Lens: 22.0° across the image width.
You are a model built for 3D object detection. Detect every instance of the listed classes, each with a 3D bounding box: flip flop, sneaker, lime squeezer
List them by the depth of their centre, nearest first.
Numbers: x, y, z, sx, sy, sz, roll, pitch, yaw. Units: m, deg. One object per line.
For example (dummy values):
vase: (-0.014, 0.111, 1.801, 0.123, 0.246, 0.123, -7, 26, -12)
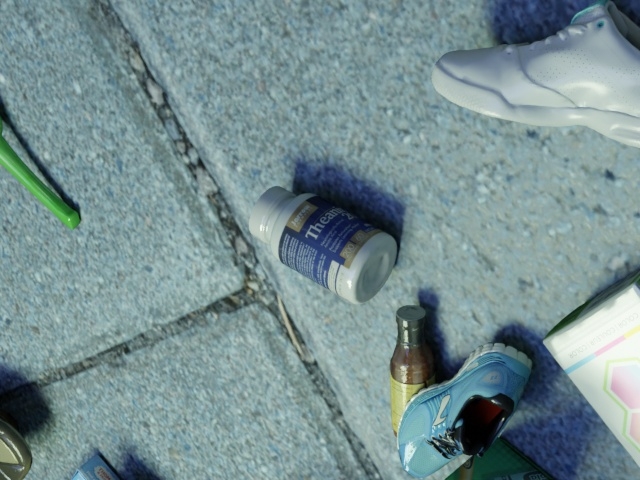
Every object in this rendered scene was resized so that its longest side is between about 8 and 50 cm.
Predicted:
sneaker: (0.180, -0.128, 1.174, 0.212, 0.080, 0.094, 13, 112, 28)
sneaker: (0.112, 0.153, 1.378, 0.063, 0.073, 0.162, 29, 130, -12)
lime squeezer: (-0.372, -0.114, 1.700, 0.310, 0.059, 0.110, 24, 159, 28)
flip flop: (-0.395, 0.232, 1.917, 0.112, 0.080, 0.277, 55, 153, -7)

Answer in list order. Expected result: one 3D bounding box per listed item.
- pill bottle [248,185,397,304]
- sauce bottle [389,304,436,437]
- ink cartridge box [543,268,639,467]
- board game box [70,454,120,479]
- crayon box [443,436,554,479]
pill bottle: (0.000, 0.000, 1.411, 0.120, 0.067, 0.067, 29, 132, 25)
sauce bottle: (0.081, 0.116, 1.432, 0.042, 0.042, 0.128, 19, 124, 33)
ink cartridge box: (0.277, 0.123, 1.242, 0.209, 0.062, 0.109, 53, 137, 2)
board game box: (-0.250, 0.356, 1.882, 0.160, 0.039, 0.211, 47, 138, 7)
crayon box: (0.074, 0.301, 1.377, 0.081, 0.278, 0.165, 39, 136, 20)
